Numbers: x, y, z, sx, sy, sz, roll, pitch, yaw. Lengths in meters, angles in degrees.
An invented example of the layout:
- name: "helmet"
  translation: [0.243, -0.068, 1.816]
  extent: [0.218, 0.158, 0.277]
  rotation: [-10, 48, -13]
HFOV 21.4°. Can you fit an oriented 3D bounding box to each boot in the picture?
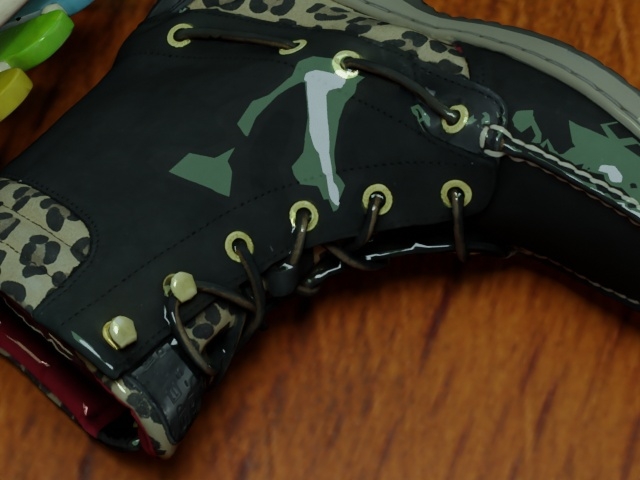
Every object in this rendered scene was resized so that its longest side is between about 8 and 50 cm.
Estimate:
- name: "boot"
  translation: [0.000, 0.000, 0.868]
  extent: [0.377, 0.138, 0.284]
  rotation: [34, 64, 24]

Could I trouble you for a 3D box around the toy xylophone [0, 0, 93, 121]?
- name: "toy xylophone"
  translation: [-0.204, -0.077, 0.886]
  extent: [0.236, 0.081, 0.322]
  rotation: [0, 45, 54]
